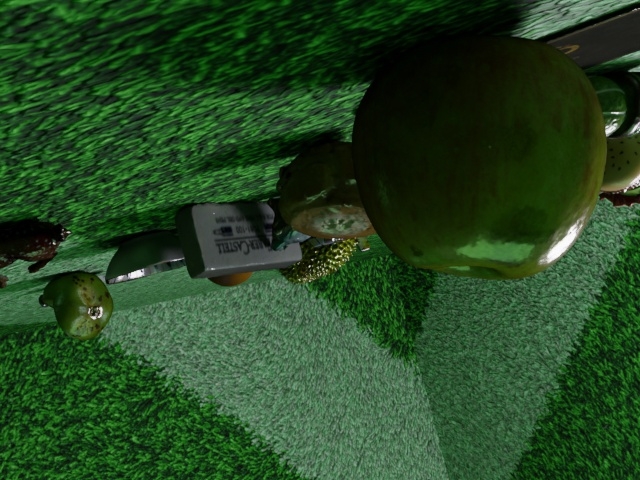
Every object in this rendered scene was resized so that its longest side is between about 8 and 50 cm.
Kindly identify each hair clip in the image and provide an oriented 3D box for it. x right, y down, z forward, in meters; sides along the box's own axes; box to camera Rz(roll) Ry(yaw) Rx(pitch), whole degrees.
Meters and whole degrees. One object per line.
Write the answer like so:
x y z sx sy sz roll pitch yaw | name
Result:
0.075 -0.081 1.619 0.358 0.110 0.096 -18 -144 -7 | hair clip

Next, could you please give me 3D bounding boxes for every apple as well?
0.152 -0.073 0.920 0.246 0.226 0.246 -5 171 -1 | apple

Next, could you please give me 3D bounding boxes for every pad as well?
0.231 -0.169 1.084 0.375 0.063 0.315 -17 174 28 | pad

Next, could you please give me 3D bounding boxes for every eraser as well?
-0.133 -0.004 1.618 0.077 0.111 0.352 -19 173 28 | eraser

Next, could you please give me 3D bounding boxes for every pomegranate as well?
-0.503 0.120 1.974 0.143 0.122 0.169 24 -170 -35 | pomegranate

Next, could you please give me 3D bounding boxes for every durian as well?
-0.007 -0.002 1.856 0.198 0.146 0.159 -34 180 8 | durian

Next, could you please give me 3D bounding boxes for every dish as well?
-0.305 0.024 1.705 0.190 0.066 0.191 -16 176 -1 | dish

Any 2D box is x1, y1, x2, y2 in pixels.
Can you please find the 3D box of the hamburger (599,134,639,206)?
0.487 -0.149 1.564 0.175 0.175 0.137 -18 160 38 | hamburger

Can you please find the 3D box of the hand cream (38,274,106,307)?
-0.547 0.105 2.113 0.194 0.042 0.067 -22 164 25 | hand cream

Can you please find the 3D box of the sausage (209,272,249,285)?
-0.181 0.036 1.862 0.112 0.112 0.328 -13 169 -9 | sausage

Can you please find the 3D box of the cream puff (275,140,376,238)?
0.022 -0.070 1.254 0.165 0.115 0.150 9 153 -18 | cream puff

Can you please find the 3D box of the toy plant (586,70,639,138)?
0.375 -0.177 1.253 0.162 0.093 0.093 -8 173 -29 | toy plant

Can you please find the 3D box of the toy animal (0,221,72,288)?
-0.455 0.017 1.254 0.243 0.087 0.260 -27 175 -8 | toy animal

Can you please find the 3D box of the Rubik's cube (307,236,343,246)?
0.004 -0.038 1.735 0.111 0.093 0.111 -16 175 -1 | Rubik's cube
